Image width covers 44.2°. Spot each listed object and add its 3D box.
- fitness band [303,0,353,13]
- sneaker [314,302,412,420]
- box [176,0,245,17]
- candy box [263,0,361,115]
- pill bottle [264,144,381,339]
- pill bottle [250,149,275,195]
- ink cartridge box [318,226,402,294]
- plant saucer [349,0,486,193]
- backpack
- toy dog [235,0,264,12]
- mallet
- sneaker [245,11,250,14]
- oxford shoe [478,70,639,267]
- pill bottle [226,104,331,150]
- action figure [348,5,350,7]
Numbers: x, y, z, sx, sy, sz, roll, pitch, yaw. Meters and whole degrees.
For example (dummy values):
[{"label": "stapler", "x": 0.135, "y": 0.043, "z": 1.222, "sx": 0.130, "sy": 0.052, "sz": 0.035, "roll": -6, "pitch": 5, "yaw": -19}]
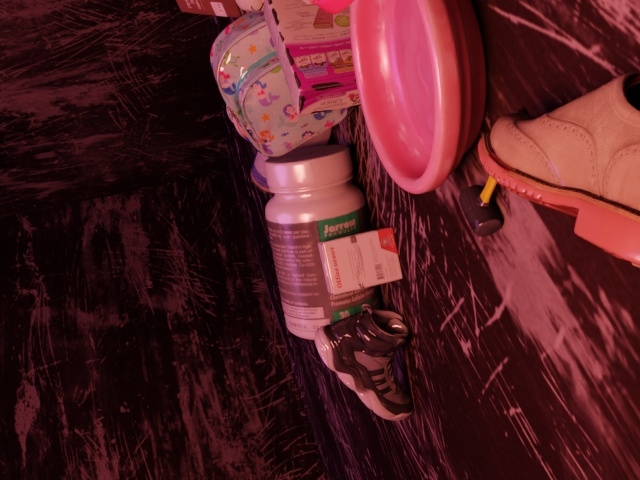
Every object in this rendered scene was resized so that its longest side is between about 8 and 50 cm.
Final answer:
[{"label": "fitness band", "x": 0.045, "y": -0.396, "z": 0.970, "sx": 0.209, "sy": 0.054, "sz": 0.290, "roll": -50, "pitch": 25, "yaw": 29}, {"label": "sneaker", "x": 0.124, "y": 0.231, "z": 1.505, "sx": 0.268, "sy": 0.153, "sz": 0.101, "roll": 45, "pitch": -160, "yaw": -22}, {"label": "box", "x": -0.177, "y": -0.630, "z": 1.468, "sx": 0.191, "sy": 0.143, "sz": 0.381, "roll": 69, "pitch": -149, "yaw": -67}, {"label": "candy box", "x": 0.009, "y": -0.327, "z": 1.307, "sx": 0.071, "sy": 0.159, "sz": 0.233, "roll": 100, "pitch": 155, "yaw": -61}, {"label": "pill bottle", "x": 0.000, "y": 0.000, "z": 1.597, "sx": 0.204, "sy": 0.204, "sz": 0.360, "roll": -137, "pitch": 35, "yaw": -71}, {"label": "pill bottle", "x": -0.103, "y": -0.226, "z": 2.028, "sx": 0.219, "sy": 0.123, "sz": 0.122, "roll": 114, "pitch": 144, "yaw": -51}, {"label": "ink cartridge box", "x": 0.072, "y": 0.037, "z": 1.454, "sx": 0.056, "sy": 0.135, "sz": 0.099, "roll": -176, "pitch": 74, "yaw": -79}, {"label": "plant saucer", "x": 0.126, "y": -0.230, "z": 1.030, "sx": 0.332, "sy": 0.084, "sz": 0.332, "roll": 167, "pitch": 90, "yaw": -79}, {"label": "backpack", "x": -0.079, "y": -0.299, "z": 1.473, "sx": 0.253, "sy": 0.225, "sz": 0.191, "roll": 59, "pitch": -175, "yaw": -31}, {"label": "toy dog", "x": -0.058, "y": -0.546, "z": 1.307, "sx": 0.161, "sy": 0.220, "sz": 0.333, "roll": 42, "pitch": 148, "yaw": 47}, {"label": "mallet", "x": 0.210, "y": -0.072, "z": 0.923, "sx": 0.189, "sy": 0.039, "sz": 0.062, "roll": 106, "pitch": 151, "yaw": -60}, {"label": "sneaker", "x": -0.064, "y": -0.465, "z": 1.664, "sx": 0.302, "sy": 0.121, "sz": 0.108, "roll": 52, "pitch": 144, "yaw": 39}, {"label": "oxford shoe", "x": 0.240, "y": -0.074, "z": 0.649, "sx": 0.348, "sy": 0.123, "sz": 0.130, "roll": -126, "pitch": 52, "yaw": -66}, {"label": "pill bottle", "x": -0.105, "y": -0.279, "z": 1.779, "sx": 0.272, "sy": 0.152, "sz": 0.152, "roll": 31, "pitch": 135, "yaw": 51}, {"label": "action figure", "x": 0.041, "y": -0.434, "z": 1.195, "sx": 0.185, "sy": 0.099, "sz": 0.284, "roll": -7, "pitch": 100, "yaw": 67}]
